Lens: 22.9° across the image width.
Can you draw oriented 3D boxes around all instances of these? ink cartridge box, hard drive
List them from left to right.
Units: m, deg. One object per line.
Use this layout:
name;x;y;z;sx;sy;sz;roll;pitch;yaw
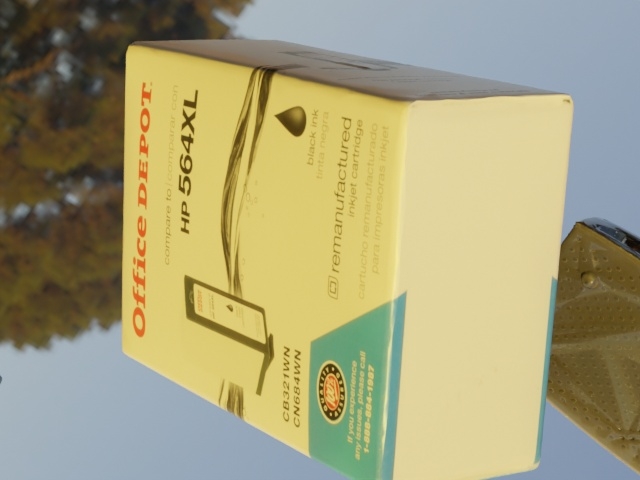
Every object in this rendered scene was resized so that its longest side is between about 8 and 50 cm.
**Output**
ink cartridge box;0.000;0.000;0.651;0.203;0.086;0.148;18;-71;52
hard drive;0.270;0.103;1.207;0.054;0.254;0.172;-42;166;-46

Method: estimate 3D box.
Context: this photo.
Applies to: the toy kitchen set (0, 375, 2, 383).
toy kitchen set;-0.304;0.236;1.519;0.122;0.207;0.166;-6;-133;29
